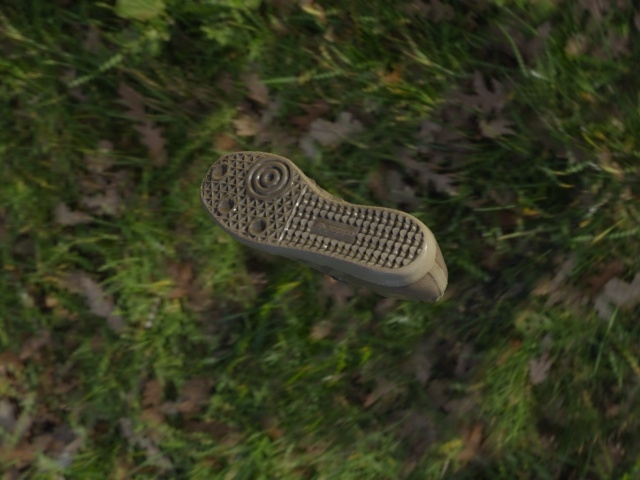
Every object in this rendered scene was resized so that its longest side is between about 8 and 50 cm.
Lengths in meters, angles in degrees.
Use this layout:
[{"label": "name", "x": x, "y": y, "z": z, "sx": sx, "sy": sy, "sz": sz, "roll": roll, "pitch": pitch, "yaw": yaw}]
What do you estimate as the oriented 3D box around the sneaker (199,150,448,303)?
[{"label": "sneaker", "x": 0.000, "y": 0.000, "z": 0.979, "sx": 0.188, "sy": 0.071, "sz": 0.066, "roll": 24, "pitch": 71, "yaw": 33}]
